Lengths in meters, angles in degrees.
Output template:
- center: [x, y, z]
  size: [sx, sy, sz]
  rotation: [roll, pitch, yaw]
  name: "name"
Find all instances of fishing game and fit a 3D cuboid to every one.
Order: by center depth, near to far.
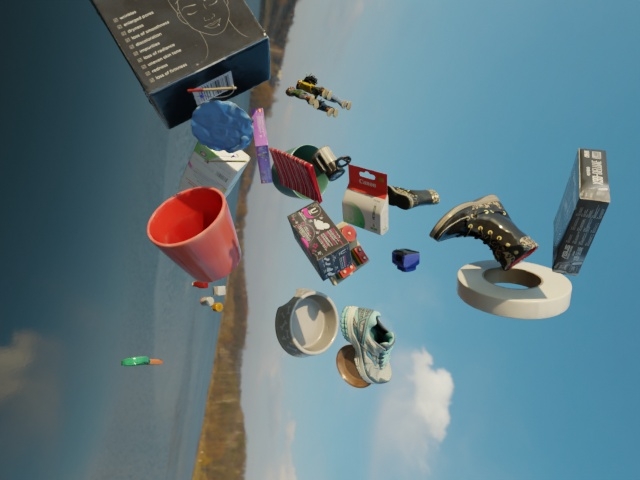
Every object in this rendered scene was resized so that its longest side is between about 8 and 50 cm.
- center: [-0.291, -0.343, 1.255]
  size: [0.264, 0.189, 0.041]
  rotation: [85, 2, -48]
  name: "fishing game"

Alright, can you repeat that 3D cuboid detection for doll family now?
- center: [-0.008, -0.364, 1.055]
  size: [0.111, 0.193, 0.076]
  rotation: [33, -78, 33]
  name: "doll family"

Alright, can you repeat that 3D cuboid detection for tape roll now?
- center: [0.707, 0.169, 1.549]
  size: [0.392, 0.392, 0.072]
  rotation: [-117, -158, -71]
  name: "tape roll"

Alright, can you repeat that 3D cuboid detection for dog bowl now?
- center: [-0.053, 0.406, 2.068]
  size: [0.102, 0.349, 0.348]
  rotation: [-12, -111, 51]
  name: "dog bowl"

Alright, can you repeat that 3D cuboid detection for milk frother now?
- center: [0.051, -0.346, 1.770]
  size: [0.143, 0.134, 0.129]
  rotation: [-37, 168, 21]
  name: "milk frother"

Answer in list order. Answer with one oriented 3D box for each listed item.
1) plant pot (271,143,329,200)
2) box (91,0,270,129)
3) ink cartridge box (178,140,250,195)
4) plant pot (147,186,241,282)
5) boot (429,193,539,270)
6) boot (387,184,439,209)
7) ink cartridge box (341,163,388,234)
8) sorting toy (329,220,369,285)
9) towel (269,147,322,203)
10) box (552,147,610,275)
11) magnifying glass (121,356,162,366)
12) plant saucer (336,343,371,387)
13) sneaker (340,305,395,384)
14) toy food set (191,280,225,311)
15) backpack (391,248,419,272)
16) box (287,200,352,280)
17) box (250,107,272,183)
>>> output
- center: [-0.134, -0.364, 2.285]
  size: [0.235, 0.293, 0.293]
  rotation: [5, -93, 49]
  name: "plant pot"
- center: [-0.512, -0.771, 1.590]
  size: [0.471, 0.480, 0.297]
  rotation: [59, -10, 5]
  name: "box"
- center: [-0.483, -0.297, 1.871]
  size: [0.353, 0.207, 0.119]
  rotation: [-43, -168, 46]
  name: "ink cartridge box"
- center: [-0.404, -0.004, 1.419]
  size: [0.275, 0.275, 0.243]
  rotation: [-94, 170, -45]
  name: "plant pot"
- center: [0.633, -0.013, 1.610]
  size: [0.284, 0.377, 0.138]
  rotation: [55, -33, 25]
  name: "boot"
- center: [0.406, -0.202, 1.905]
  size: [0.236, 0.179, 0.085]
  rotation: [-137, -137, -57]
  name: "boot"
- center: [0.157, -0.146, 1.507]
  size: [0.181, 0.056, 0.224]
  rotation: [23, -45, 38]
  name: "ink cartridge box"
- center: [0.111, 0.053, 2.121]
  size: [0.255, 0.257, 0.089]
  rotation: [58, -31, -1]
  name: "sorting toy"
- center: [-0.105, -0.271, 1.752]
  size: [0.275, 0.031, 0.198]
  rotation: [30, -30, 39]
  name: "towel"
- center: [0.782, -0.082, 1.270]
  size: [0.307, 0.077, 0.242]
  rotation: [78, 31, -45]
  name: "box"
- center: [-0.695, 0.479, 1.654]
  size: [0.231, 0.092, 0.026]
  rotation: [62, 15, -69]
  name: "magnifying glass"
- center: [0.160, 0.544, 1.832]
  size: [0.036, 0.199, 0.198]
  rotation: [-14, 120, -56]
  name: "plant saucer"
- center: [0.157, 0.309, 1.188]
  size: [0.110, 0.122, 0.283]
  rotation: [-55, 127, -44]
  name: "sneaker"
- center: [-0.506, 0.206, 1.883]
  size: [0.105, 0.111, 0.232]
  rotation: [-6, -93, 40]
  name: "toy food set"
- center: [0.380, 0.088, 1.918]
  size: [0.120, 0.098, 0.101]
  rotation: [-153, -116, -62]
  name: "backpack"
- center: [0.000, 0.000, 1.615]
  size: [0.247, 0.142, 0.163]
  rotation: [55, -11, 34]
  name: "box"
- center: [-0.264, -0.419, 1.893]
  size: [0.293, 0.057, 0.200]
  rotation: [96, -15, -66]
  name: "box"
